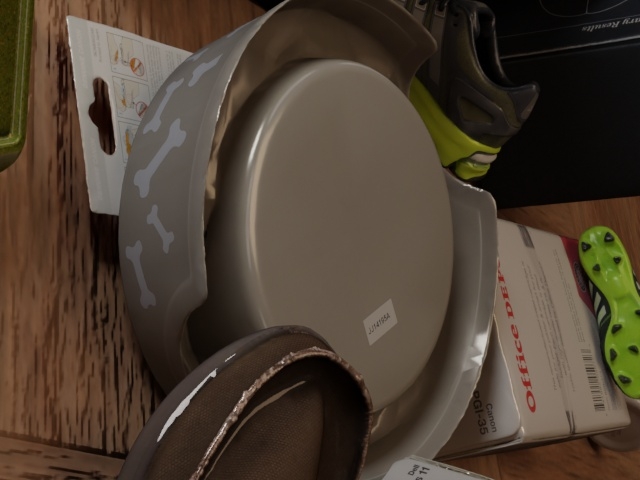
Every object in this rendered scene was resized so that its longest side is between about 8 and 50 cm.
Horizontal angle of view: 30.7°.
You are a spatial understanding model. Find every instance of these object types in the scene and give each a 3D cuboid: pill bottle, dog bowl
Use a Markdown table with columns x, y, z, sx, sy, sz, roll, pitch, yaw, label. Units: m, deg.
| x | y | z | sx | sy | sz | roll | pitch | yaw | label |
| --- | --- | --- | --- | --- | --- | --- | --- | --- | --- |
| 0.368 | 0.173 | 1.408 | 0.087 | 0.087 | 0.160 | 58 | 32 | -19 | pill bottle |
| 0.000 | 0.000 | 0.834 | 0.349 | 0.102 | 0.348 | 4 | 85 | -51 | dog bowl |

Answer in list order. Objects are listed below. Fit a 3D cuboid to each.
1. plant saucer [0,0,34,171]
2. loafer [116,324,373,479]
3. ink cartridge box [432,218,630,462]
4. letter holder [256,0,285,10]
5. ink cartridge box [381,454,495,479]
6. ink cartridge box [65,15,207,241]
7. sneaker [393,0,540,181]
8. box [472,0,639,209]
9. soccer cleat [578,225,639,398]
| x | y | z | sx | sy | sz | roll | pitch | yaw | label |
| --- | --- | --- | --- | --- | --- | --- | --- | --- | --- |
| -0.209 | -0.107 | 0.599 | 0.188 | 0.045 | 0.188 | -23 | 125 | -60 | plant saucer |
| -0.052 | 0.202 | 0.595 | 0.134 | 0.130 | 0.366 | 50 | 53 | -31 | loafer |
| 0.175 | 0.096 | 1.114 | 0.283 | 0.117 | 0.207 | 10 | 65 | -57 | ink cartridge box |
| 0.038 | -0.360 | 0.983 | 0.152 | 0.302 | 0.214 | 22 | 54 | -52 | letter holder |
| 0.074 | 0.275 | 0.787 | 0.153 | 0.087 | 0.208 | -44 | 131 | -41 | ink cartridge box |
| -0.114 | -0.069 | 0.834 | 0.179 | 0.045 | 0.145 | 8 | 67 | -49 | ink cartridge box |
| 0.099 | -0.207 | 1.131 | 0.300 | 0.121 | 0.111 | 51 | 27 | 6 | sneaker |
| 0.343 | -0.248 | 1.354 | 0.395 | 0.294 | 0.212 | -67 | 144 | -44 | box |
| 0.303 | 0.071 | 1.169 | 0.072 | 0.060 | 0.178 | 30 | 45 | -69 | soccer cleat |
